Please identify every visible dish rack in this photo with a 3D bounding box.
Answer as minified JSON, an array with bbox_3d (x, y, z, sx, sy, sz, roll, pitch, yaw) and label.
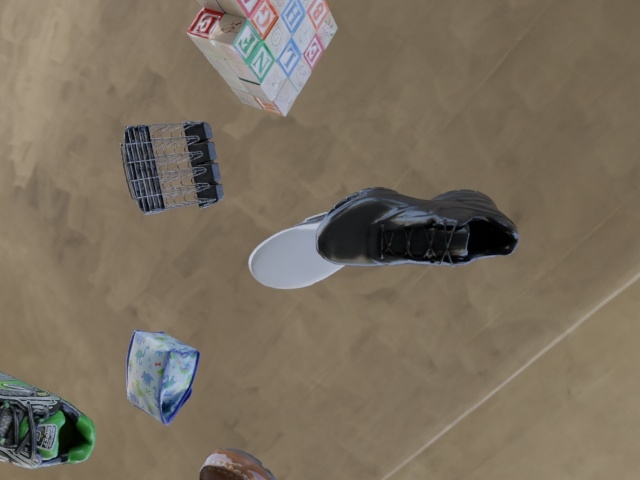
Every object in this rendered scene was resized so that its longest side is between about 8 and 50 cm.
[{"bbox_3d":[-0.330,-0.162,1.385,0.074,0.272,0.208,-7,-83,35],"label":"dish rack"}]

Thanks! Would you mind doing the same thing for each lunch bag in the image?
[{"bbox_3d":[-0.316,0.266,1.226,0.129,0.096,0.151,15,-91,41],"label":"lunch bag"}]

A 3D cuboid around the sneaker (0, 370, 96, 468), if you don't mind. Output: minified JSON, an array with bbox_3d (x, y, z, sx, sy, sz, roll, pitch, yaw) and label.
[{"bbox_3d":[-0.427,0.229,0.834,0.146,0.343,0.134,6,-108,21],"label":"sneaker"}]

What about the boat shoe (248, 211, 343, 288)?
[{"bbox_3d":[0.000,0.000,1.158,0.102,0.301,0.108,17,-52,64],"label":"boat shoe"}]

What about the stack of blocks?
[{"bbox_3d":[-0.096,-0.324,0.844,0.087,0.297,0.171,24,-102,28],"label":"stack of blocks"}]

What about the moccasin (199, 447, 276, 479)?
[{"bbox_3d":[-0.117,0.439,0.776,0.139,0.147,0.379,15,-72,27],"label":"moccasin"}]

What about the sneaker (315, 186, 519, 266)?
[{"bbox_3d":[0.136,-0.012,0.855,0.286,0.130,0.109,-8,-69,-12],"label":"sneaker"}]
